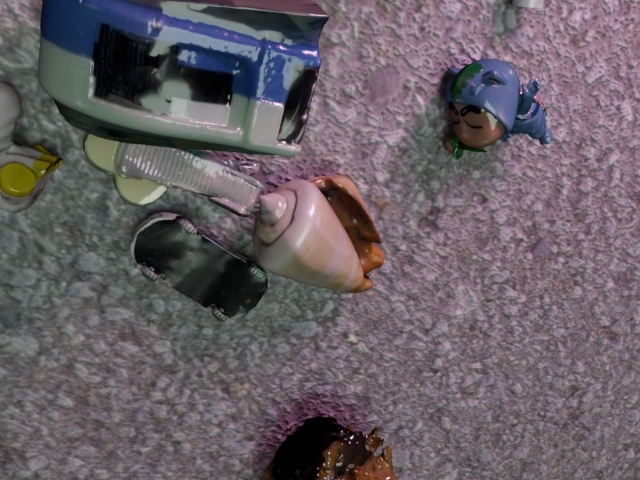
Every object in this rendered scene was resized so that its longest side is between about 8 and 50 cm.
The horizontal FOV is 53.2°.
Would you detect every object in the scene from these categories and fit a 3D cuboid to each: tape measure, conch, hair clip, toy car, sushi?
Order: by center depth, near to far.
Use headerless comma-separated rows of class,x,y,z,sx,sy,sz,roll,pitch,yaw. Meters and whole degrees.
tape measure,-0.144,-0.187,0.646,0.262,0.259,0.138,-1,116,-18
hair clip,-0.176,-0.104,0.786,0.219,0.071,0.159,15,108,-23
toy car,-0.163,0.034,0.870,0.205,0.056,0.095,36,100,-26
conch,-0.010,-0.003,0.884,0.255,0.127,0.158,50,58,-51
sushi,0.000,0.395,1.033,0.200,0.204,0.213,11,77,-45

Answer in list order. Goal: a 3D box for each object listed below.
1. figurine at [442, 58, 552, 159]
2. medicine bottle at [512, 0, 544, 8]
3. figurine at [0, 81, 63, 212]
figurine,0.242,-0.165,0.884,0.178,0.114,0.144,15,112,-34
medicine bottle,0.278,-0.348,0.832,0.047,0.047,0.083,-4,116,-17
figurine,-0.379,-0.110,0.710,0.130,0.109,0.178,-20,119,17
